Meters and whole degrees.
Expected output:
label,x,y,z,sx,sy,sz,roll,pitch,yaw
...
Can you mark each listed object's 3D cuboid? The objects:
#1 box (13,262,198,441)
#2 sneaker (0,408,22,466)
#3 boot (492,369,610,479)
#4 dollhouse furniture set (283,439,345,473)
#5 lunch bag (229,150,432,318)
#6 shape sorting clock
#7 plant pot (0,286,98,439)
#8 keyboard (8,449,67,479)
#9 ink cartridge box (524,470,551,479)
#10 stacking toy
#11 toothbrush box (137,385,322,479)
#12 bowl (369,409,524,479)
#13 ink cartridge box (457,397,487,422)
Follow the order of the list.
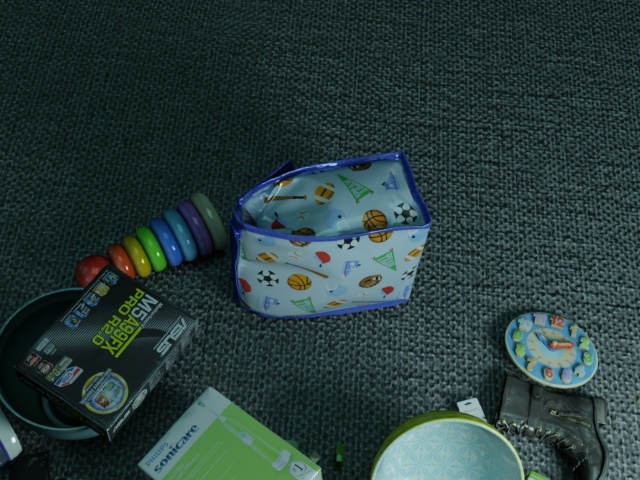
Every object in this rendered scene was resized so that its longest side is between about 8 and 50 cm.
label,x,y,z,sx,sy,sz,roll,pitch,yaw
box,-0.390,0.200,1.777,0.216,0.060,0.270,31,60,13
sneaker,-0.749,0.343,1.837,0.236,0.130,0.322,-31,72,-27
boot,0.464,0.399,1.972,0.229,0.091,0.263,11,47,1
dollhouse furniture set,-0.031,0.428,1.909,0.152,0.058,0.076,7,57,-2
lunch bag,0.000,0.000,2.020,0.386,0.327,0.238,-11,56,-11
shape sorting clock,0.499,0.232,2.079,0.206,0.040,0.206,8,40,-7
plant pot,-0.474,0.266,1.878,0.293,0.196,0.293,3,57,-4
keyboard,-0.536,0.491,1.836,0.108,0.023,0.180,-10,60,-5
ink cartridge box,0.430,0.603,1.830,0.189,0.097,0.255,26,58,9
stacking toy,-0.372,0.026,2.089,0.330,0.141,0.141,-28,65,-15
toothbrush box,-0.166,0.447,1.819,0.283,0.122,0.206,32,63,21
bowl,0.231,0.439,1.856,0.290,0.289,0.156,4,15,-4
ink cartridge box,0.315,0.373,1.999,0.048,0.028,0.083,-12,61,-13
